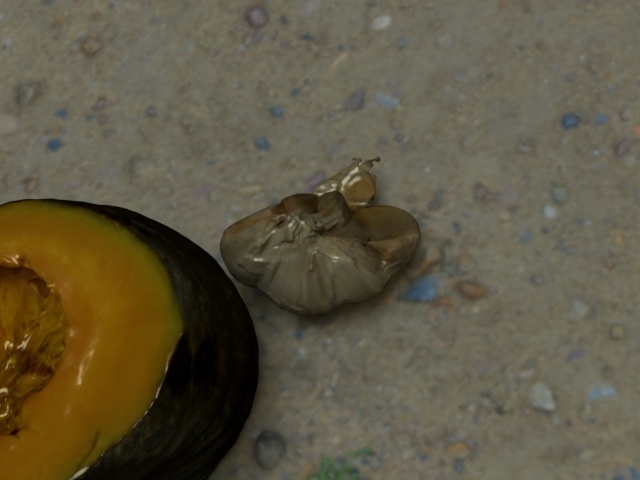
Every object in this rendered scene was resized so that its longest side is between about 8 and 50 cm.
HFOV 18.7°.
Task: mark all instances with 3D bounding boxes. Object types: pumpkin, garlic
[{"bbox_3d":[-0.162,0.124,1.047,0.317,0.139,0.222,-44,62,-11],"label":"pumpkin"},{"bbox_3d":[0.001,0.004,1.093,0.113,0.094,0.074,-11,105,2],"label":"garlic"}]
